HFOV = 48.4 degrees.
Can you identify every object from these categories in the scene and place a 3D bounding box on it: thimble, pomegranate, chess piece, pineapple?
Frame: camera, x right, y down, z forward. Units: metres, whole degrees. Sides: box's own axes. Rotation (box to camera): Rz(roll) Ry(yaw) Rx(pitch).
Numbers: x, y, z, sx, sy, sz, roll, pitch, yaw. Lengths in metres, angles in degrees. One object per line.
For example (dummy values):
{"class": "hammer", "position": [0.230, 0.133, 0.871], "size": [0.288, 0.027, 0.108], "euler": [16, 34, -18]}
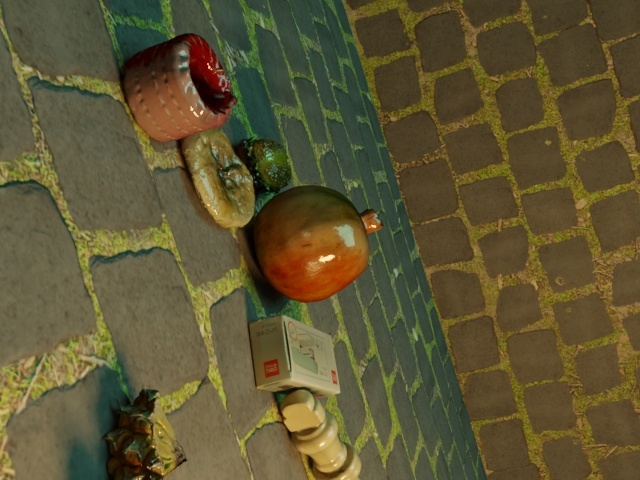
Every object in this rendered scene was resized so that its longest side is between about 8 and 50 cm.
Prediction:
{"class": "thimble", "position": [-0.240, -0.259, 1.210], "size": [0.189, 0.125, 0.163], "euler": [-41, 115, -71]}
{"class": "pomegranate", "position": [0.000, 0.000, 1.484], "size": [0.252, 0.270, 0.229], "euler": [57, 14, -61]}
{"class": "chess piece", "position": [0.029, 0.456, 1.438], "size": [0.117, 0.117, 0.397], "euler": [-79, 146, -57]}
{"class": "pineapple", "position": [-0.215, 0.259, 0.909], "size": [0.116, 0.069, 0.137], "euler": [55, 23, -44]}

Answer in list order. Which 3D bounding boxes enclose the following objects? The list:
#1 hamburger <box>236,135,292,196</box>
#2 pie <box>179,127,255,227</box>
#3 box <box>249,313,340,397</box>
{"class": "hamburger", "position": [-0.115, -0.163, 1.577], "size": [0.166, 0.087, 0.137], "euler": [2, 73, -72]}
{"class": "pie", "position": [-0.196, -0.117, 1.347], "size": [0.218, 0.052, 0.185], "euler": [59, 27, -33]}
{"class": "box", "position": [-0.047, 0.239, 1.438], "size": [0.269, 0.079, 0.135], "euler": [38, 40, -62]}
